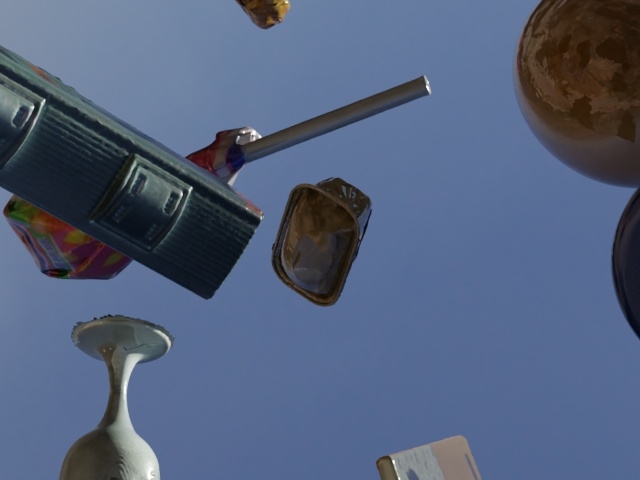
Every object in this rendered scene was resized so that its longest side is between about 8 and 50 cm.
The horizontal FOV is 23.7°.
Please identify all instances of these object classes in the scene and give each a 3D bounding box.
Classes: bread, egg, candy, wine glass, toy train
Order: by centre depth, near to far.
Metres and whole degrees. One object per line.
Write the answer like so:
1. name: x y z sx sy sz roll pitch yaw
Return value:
1. toy train: -0.217 -0.083 1.071 0.086 0.409 0.089 -57 -145 2
2. candy: -0.083 -0.065 1.248 0.365 0.124 0.124 -21 -148 13
3. bread: -0.071 -0.236 1.357 0.044 0.110 0.083 -41 -173 -3
4. wine glass: -0.271 0.260 1.985 0.143 0.143 0.321 -32 -133 47
5. egg: 0.413 -0.228 2.062 0.301 0.301 0.374 -54 -148 6

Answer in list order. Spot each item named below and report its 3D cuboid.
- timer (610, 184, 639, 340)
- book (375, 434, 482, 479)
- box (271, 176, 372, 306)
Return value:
1. timer: 0.498 -0.023 1.696 0.270 0.270 0.383 -42 178 32
2. book: 0.156 0.344 1.638 0.032 0.268 0.389 -23 171 13
3. box: 0.000 0.000 1.910 0.111 0.111 0.177 -81 -174 -48
